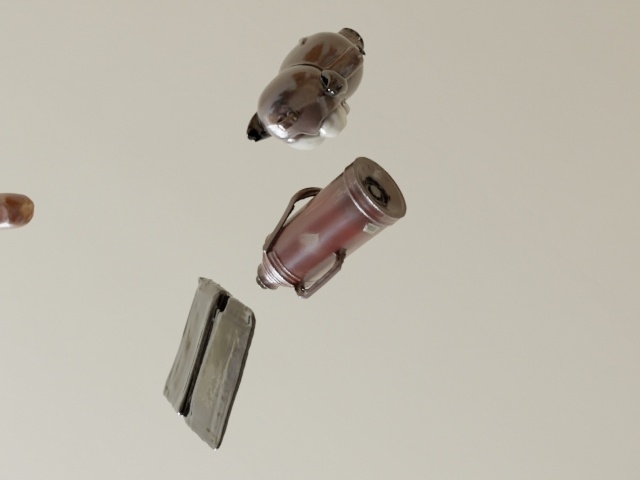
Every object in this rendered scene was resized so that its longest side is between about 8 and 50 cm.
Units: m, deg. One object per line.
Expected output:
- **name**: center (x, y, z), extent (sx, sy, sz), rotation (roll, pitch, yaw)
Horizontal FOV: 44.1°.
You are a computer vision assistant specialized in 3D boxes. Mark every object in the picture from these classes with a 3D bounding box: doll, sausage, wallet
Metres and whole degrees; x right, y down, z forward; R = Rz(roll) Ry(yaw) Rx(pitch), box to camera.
- **doll**: center (-0.012, -0.231, 1.190), extent (0.182, 0.257, 0.117), rotation (-27, -61, 34)
- **sausage**: center (-0.372, -0.031, 0.876), extent (0.131, 0.039, 0.041), rotation (-3, -85, 27)
- **wallet**: center (-0.199, 0.204, 1.403), extent (0.041, 0.323, 0.247), rotation (19, -92, -29)

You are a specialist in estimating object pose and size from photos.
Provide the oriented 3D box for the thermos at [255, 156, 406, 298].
- **thermos**: center (-0.002, 0.000, 1.031), extent (0.099, 0.124, 0.232), rotation (21, -50, -42)
